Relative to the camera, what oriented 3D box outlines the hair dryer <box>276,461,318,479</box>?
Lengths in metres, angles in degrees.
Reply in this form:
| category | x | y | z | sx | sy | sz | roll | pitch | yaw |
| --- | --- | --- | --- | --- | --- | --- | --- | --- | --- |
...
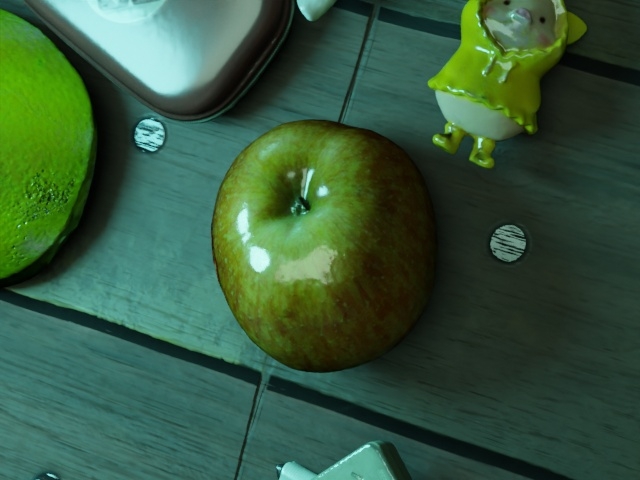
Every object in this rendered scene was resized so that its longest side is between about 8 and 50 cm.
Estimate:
| category | x | y | z | sx | sy | sz | roll | pitch | yaw |
| --- | --- | --- | --- | --- | --- | --- | --- | --- | --- |
| hair dryer | 0.038 | 0.350 | 1.705 | 0.236 | 0.073 | 0.131 | 27 | 97 | 17 |

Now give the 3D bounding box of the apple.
| category | x | y | z | sx | sy | sz | roll | pitch | yaw |
| --- | --- | --- | --- | --- | --- | --- | --- | --- | --- |
| apple | 0.000 | 0.000 | 1.628 | 0.277 | 0.250 | 0.309 | -31 | 79 | 13 |

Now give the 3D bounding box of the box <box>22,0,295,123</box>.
| category | x | y | z | sx | sy | sz | roll | pitch | yaw |
| --- | --- | --- | --- | --- | --- | --- | --- | --- | --- |
| box | -0.225 | -0.337 | 1.768 | 0.404 | 0.108 | 0.263 | 39 | 98 | 13 |

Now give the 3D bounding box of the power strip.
| category | x | y | z | sx | sy | sz | roll | pitch | yaw |
| --- | --- | --- | --- | --- | --- | --- | --- | --- | --- |
| power strip | -0.014 | 0.352 | 1.676 | 0.288 | 0.053 | 0.093 | -37 | 71 | 19 |

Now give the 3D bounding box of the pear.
| category | x | y | z | sx | sy | sz | roll | pitch | yaw |
| --- | --- | --- | --- | --- | --- | --- | --- | --- | --- |
| pear | -0.501 | -0.128 | 1.776 | 0.399 | 0.165 | 0.399 | 1 | 93 | 25 |

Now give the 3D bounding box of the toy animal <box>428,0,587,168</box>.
| category | x | y | z | sx | sy | sz | roll | pitch | yaw |
| --- | --- | --- | --- | --- | --- | --- | --- | --- | --- |
| toy animal | 0.214 | -0.203 | 1.638 | 0.156 | 0.156 | 0.229 | 25 | 85 | 14 |

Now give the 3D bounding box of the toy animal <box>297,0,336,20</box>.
| category | x | y | z | sx | sy | sz | roll | pitch | yaw |
| --- | --- | --- | --- | --- | --- | --- | --- | --- | --- |
| toy animal | 0.015 | -0.446 | 1.660 | 0.154 | 0.208 | 0.325 | -4 | 74 | -24 |
